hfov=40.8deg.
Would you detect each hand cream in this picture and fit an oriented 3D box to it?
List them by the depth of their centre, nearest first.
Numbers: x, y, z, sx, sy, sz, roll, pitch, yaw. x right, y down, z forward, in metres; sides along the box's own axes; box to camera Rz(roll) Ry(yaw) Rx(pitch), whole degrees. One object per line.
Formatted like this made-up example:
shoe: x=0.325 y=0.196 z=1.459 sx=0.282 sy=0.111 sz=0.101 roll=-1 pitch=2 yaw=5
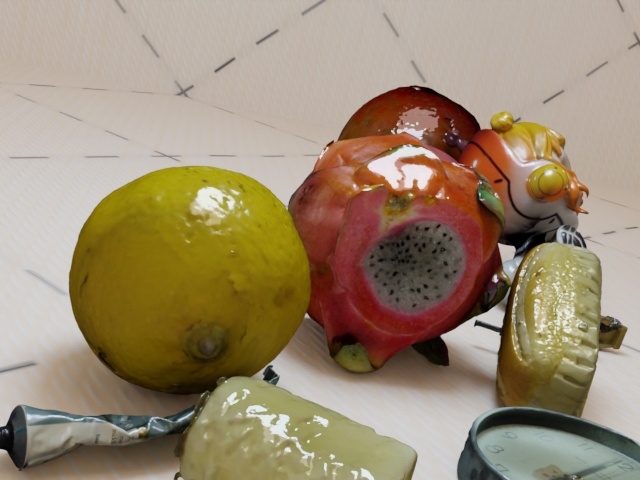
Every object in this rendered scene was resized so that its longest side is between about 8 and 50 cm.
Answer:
hand cream: x=-0.152 y=0.148 z=0.733 sx=0.248 sy=0.052 sz=0.075 roll=-4 pitch=-19 yaw=-36

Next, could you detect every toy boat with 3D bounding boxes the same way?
toy boat: x=0.357 y=0.130 z=1.247 sx=0.200 sy=0.057 sz=0.077 roll=8 pitch=21 yaw=-20

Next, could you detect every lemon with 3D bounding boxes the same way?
lemon: x=-0.123 y=0.038 z=0.854 sx=0.228 sy=0.228 sz=0.253 roll=17 pitch=6 yaw=12

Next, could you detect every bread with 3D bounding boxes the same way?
bread: x=0.271 y=0.107 z=1.026 sx=0.106 sy=0.140 sz=0.236 roll=13 pitch=39 yaw=9

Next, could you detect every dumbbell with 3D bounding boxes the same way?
dumbbell: x=0.278 y=0.131 z=1.149 sx=0.147 sy=0.069 sz=0.069 roll=17 pitch=16 yaw=13

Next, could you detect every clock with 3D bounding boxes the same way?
clock: x=0.243 y=0.229 z=0.811 sx=0.226 sy=0.049 sz=0.226 roll=11 pitch=16 yaw=-3

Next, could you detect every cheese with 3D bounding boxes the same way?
cheese: x=-0.016 y=0.178 z=0.681 sx=0.167 sy=0.094 sz=0.123 roll=20 pitch=5 yaw=20

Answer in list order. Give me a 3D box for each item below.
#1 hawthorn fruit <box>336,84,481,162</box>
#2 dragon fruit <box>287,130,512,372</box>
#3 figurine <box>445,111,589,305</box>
hawthorn fruit: x=0.166 y=-0.144 z=1.609 sx=0.316 sy=0.316 sz=0.316 roll=12 pitch=15 yaw=-3
dragon fruit: x=0.093 y=0.016 z=1.025 sx=0.290 sy=0.291 sz=0.189 roll=9 pitch=22 yaw=-15
figurine: x=0.329 y=-0.057 z=1.403 sx=0.196 sy=0.323 sz=0.320 roll=-15 pitch=-21 yaw=5
